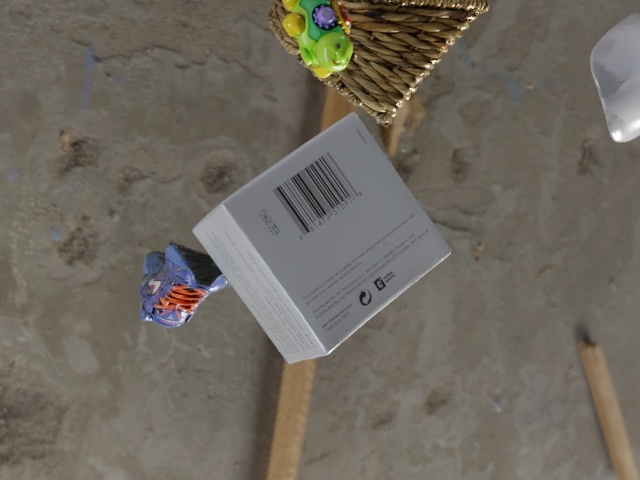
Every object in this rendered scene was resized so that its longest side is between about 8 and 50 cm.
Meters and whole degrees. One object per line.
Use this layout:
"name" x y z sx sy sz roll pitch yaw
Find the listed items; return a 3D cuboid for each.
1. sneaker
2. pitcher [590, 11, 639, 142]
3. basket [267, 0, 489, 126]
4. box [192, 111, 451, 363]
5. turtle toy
"sneaker" -0.157 0.058 1.145 0.083 0.221 0.087 17 78 -17
"pitcher" 0.318 -0.149 0.710 0.178 0.207 0.125 -54 127 -43
"basket" 0.066 -0.341 1.420 0.213 0.299 0.223 34 108 -18
"box" 0.000 0.000 1.026 0.181 0.119 0.182 -37 94 -23
"turtle toy" 0.004 -0.242 1.168 0.066 0.130 0.095 -22 135 18
